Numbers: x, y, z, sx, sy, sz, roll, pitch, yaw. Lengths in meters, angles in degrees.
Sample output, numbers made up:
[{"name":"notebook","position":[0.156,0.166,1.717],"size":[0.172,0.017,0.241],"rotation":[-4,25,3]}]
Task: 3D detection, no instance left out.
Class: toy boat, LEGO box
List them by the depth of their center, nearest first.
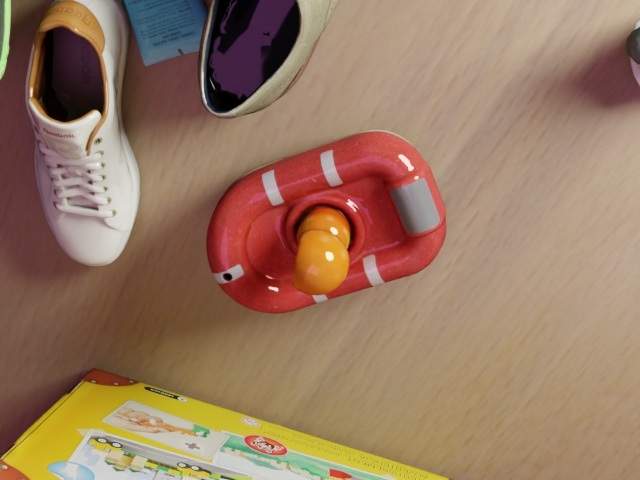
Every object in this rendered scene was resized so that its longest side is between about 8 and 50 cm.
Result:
[{"name":"toy boat","position":[0.000,0.000,0.892],"size":[0.231,0.151,0.151],"rotation":[-18,111,17]},{"name":"LEGO box","position":[-0.066,0.328,0.921],"size":[0.500,0.372,0.193],"rotation":[17,99,1]}]

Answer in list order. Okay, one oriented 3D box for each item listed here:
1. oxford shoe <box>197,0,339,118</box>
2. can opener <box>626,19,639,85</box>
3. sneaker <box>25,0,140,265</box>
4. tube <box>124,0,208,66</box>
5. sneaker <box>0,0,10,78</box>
[{"name":"oxford shoe","position":[-0.011,-0.252,0.778],"size":[0.123,0.130,0.348],"rotation":[21,115,-2]},{"name":"can opener","position":[0.395,-0.177,0.781],"size":[0.280,0.093,0.074],"rotation":[-14,112,10]},{"name":"sneaker","position":[-0.239,-0.089,0.905],"size":[0.105,0.123,0.290],"rotation":[5,118,4]},{"name":"tube","position":[-0.160,-0.260,0.851],"size":[0.080,0.052,0.207],"rotation":[-11,120,16]},{"name":"sneaker","position":[-0.397,-0.323,0.731],"size":[0.185,0.202,0.483],"rotation":[-20,103,4]}]
